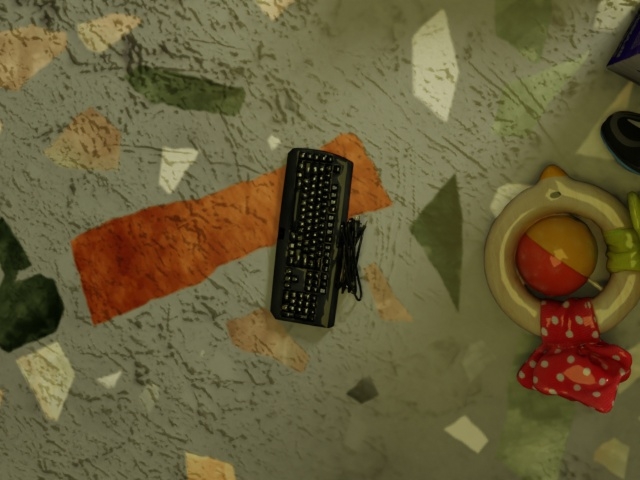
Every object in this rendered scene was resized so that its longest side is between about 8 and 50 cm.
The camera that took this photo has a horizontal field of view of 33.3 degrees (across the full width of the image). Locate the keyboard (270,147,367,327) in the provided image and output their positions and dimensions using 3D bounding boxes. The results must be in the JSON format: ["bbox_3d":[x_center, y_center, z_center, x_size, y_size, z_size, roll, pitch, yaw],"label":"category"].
[{"bbox_3d":[0.000,0.000,1.151,0.100,0.038,0.192,7,99,8],"label":"keyboard"}]

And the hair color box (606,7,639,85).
[{"bbox_3d":[0.365,-0.157,0.916,0.185,0.339,0.110,28,99,5],"label":"hair color box"}]

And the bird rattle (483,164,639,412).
[{"bbox_3d":[0.264,0.039,1.095,0.207,0.143,0.253,39,115,14],"label":"bird rattle"}]

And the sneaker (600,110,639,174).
[{"bbox_3d":[0.352,-0.090,1.028,0.067,0.188,0.078,-38,133,-17],"label":"sneaker"}]
